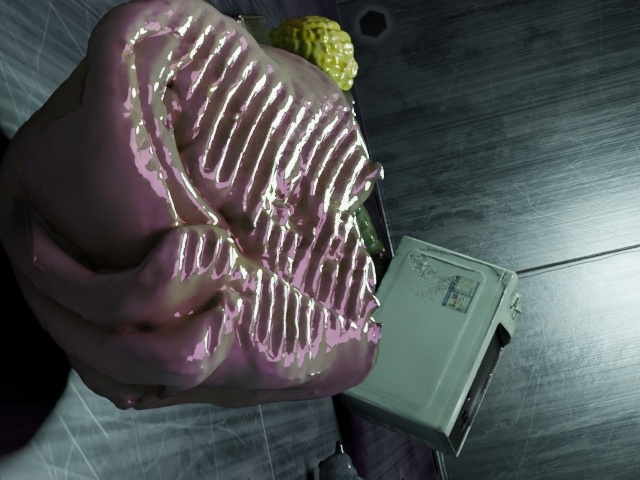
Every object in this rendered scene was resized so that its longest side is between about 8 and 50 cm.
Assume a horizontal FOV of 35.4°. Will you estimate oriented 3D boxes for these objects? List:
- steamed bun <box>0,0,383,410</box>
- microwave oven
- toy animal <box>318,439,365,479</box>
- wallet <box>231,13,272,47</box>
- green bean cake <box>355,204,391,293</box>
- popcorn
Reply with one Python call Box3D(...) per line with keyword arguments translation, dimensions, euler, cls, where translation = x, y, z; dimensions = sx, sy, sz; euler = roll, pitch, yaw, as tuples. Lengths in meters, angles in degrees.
Box3D(translation=(-0.104, -0.010, 0.689), dimensions=(0.280, 0.207, 0.267), euler=(7, 67, -52), cls="steamed bun")
Box3D(translation=(0.187, 0.180, 1.691), dimensions=(0.295, 0.238, 0.181), euler=(-63, 155, -17), cls="microwave oven")
Box3D(translation=(0.013, 0.354, 1.266), dimensions=(0.117, 0.121, 0.210), euler=(10, 35, -32), cls="toy animal")
Box3D(translation=(-0.074, -0.192, 1.557), dimensions=(0.169, 0.044, 0.316), euler=(-52, 126, -74), cls="wallet")
Box3D(translation=(0.063, 0.023, 1.825), dimensions=(0.183, 0.094, 0.185), euler=(76, -8, -70), cls="green bean cake")
Box3D(translation=(-0.016, -0.297, 1.716), dimensions=(0.142, 0.174, 0.173), euler=(-60, 137, -67), cls="popcorn")
